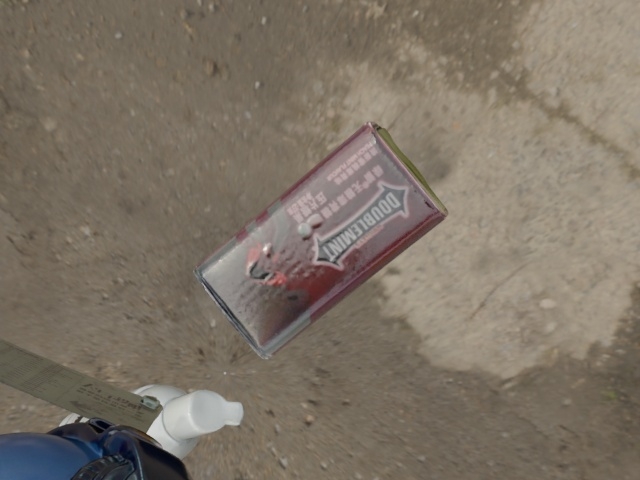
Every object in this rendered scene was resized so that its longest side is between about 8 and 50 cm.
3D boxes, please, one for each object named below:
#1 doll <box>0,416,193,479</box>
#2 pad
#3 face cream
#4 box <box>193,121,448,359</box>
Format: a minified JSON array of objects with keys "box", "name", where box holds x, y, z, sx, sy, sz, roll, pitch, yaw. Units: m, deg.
[{"box":[-0.160,0.251,0.524,0.240,0.310,0.284,31,119,-30],"name":"doll"},{"box":[-0.273,0.114,0.894,0.265,0.159,0.009,23,90,-3],"name":"pad"},{"box":[-0.288,0.314,1.632,0.145,0.370,0.145,25,53,-38],"name":"face cream"},{"box":[0.000,0.000,0.925,0.224,0.069,0.120,-38,88,12],"name":"box"}]
